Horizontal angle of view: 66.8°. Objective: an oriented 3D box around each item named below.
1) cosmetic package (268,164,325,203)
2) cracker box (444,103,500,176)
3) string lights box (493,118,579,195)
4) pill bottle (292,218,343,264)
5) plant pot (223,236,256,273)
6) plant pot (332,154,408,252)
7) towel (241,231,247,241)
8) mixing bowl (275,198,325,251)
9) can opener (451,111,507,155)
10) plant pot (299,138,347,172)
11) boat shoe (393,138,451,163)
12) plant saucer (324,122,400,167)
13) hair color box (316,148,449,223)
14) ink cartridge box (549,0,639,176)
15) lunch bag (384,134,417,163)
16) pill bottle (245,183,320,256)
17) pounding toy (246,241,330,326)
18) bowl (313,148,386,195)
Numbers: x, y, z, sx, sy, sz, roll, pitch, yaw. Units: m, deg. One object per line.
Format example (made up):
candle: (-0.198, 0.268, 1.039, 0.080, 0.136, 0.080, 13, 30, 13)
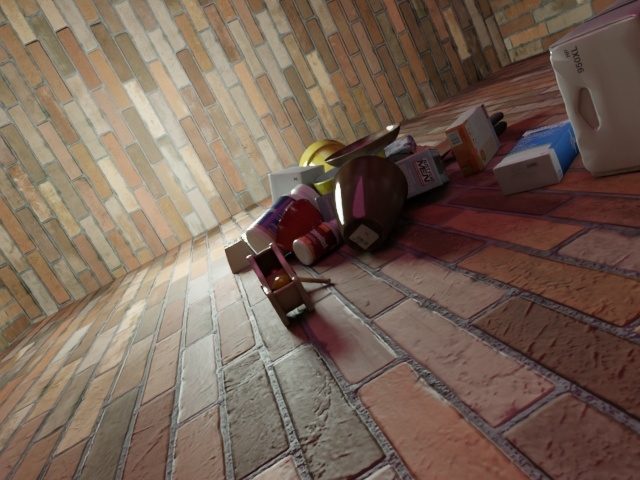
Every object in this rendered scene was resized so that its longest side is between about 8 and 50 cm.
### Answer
cosmetic package: (-0.081, -0.203, 1.890, 0.151, 0.152, 0.183, 2, 17, 31)
cracker box: (0.481, -0.318, 1.522, 0.067, 0.156, 0.232, -16, 17, 41)
string lights box: (0.539, -0.211, 1.185, 0.133, 0.077, 0.259, -12, 20, 46)
pill bottle: (0.000, 0.000, 1.427, 0.152, 0.086, 0.086, -35, 16, -27)
plant pot: (-0.305, 0.048, 1.815, 0.108, 0.096, 0.109, -29, 13, -6)
plant pot: (0.125, -0.078, 1.294, 0.215, 0.215, 0.231, -21, 30, 24)
towel: (-0.154, -0.044, 1.856, 0.247, 0.038, 0.324, -38, 25, -20)
mixing bowl: (-0.046, -0.029, 1.521, 0.098, 0.182, 0.181, 29, 46, 25)
can opener: (0.570, -0.382, 1.757, 0.283, 0.076, 0.095, -36, 17, -36)
plant pot: (0.064, -0.283, 2.053, 0.253, 0.254, 0.239, -30, 28, -9)
boat shoe: (0.363, -0.298, 1.738, 0.302, 0.098, 0.109, -35, -9, -17)
plant saucer: (0.161, -0.345, 1.799, 0.310, 0.050, 0.311, -27, 13, 7)
hair color box: (0.194, -0.158, 1.504, 0.374, 0.114, 0.185, -21, 2, 23)
ink cartridge box: (0.671, -0.349, 0.996, 0.394, 0.286, 0.166, -36, 17, -30)
lunch bag: (0.293, -0.327, 2.016, 0.243, 0.115, 0.303, -26, 14, 17)
pill bottle: (-0.116, -0.063, 1.648, 0.265, 0.153, 0.153, -47, 22, -27)
pounding toy: (-0.070, 0.076, 1.142, 0.154, 0.154, 0.269, -29, 14, -7)
bowl: (0.132, -0.209, 1.791, 0.289, 0.156, 0.289, -25, 14, 7)
